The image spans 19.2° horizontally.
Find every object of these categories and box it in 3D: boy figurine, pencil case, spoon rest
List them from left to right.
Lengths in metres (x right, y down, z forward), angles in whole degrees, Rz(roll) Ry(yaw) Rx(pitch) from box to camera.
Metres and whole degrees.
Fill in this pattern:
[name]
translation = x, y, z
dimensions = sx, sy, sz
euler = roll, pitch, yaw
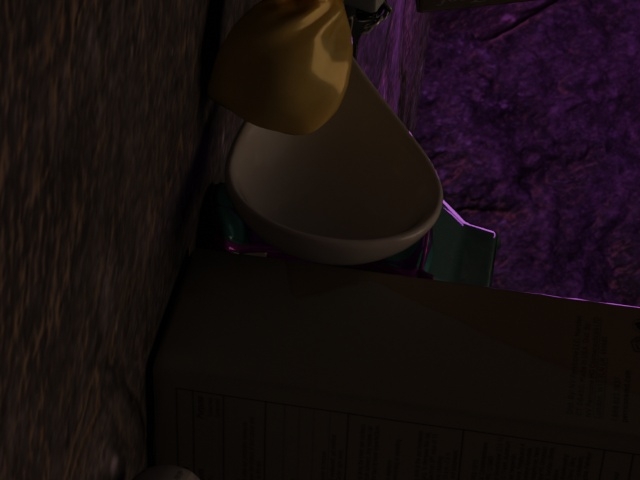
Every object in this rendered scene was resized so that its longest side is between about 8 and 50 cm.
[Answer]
[boy figurine]
translation = -0.011, -0.210, 1.183
dimensions = 0.177, 0.092, 0.285
euler = -44, 143, -81
[spoon rest]
translation = -0.002, -0.071, 1.237
dimensions = 0.276, 0.137, 0.084
euler = -108, -159, -58
[pencil case]
translation = 0.000, 0.000, 1.264
dimensions = 0.070, 0.152, 0.064
euler = -87, -178, -55

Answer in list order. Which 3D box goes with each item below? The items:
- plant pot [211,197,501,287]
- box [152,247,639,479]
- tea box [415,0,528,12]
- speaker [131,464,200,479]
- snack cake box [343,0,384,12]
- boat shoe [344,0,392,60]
[plant pot]
translation = 0.029, 0.065, 1.425
dimensions = 0.293, 0.196, 0.293
euler = 9, 90, -85
[box]
translation = 0.057, 0.112, 1.192
dimensions = 0.121, 0.311, 0.148
euler = -75, 171, -49
[tea box]
translation = 0.248, -0.433, 1.976
dimensions = 0.323, 0.329, 0.220
euler = 91, -9, -55
[speaker]
translation = -0.098, 0.173, 1.043
dimensions = 0.136, 0.055, 0.055
euler = -62, 159, -73
[snack cake box]
translation = 0.063, -0.314, 1.401
dimensions = 0.264, 0.089, 0.152
euler = -55, 158, -35
[boat shoe]
translation = 0.031, -0.203, 1.696
dimensions = 0.206, 0.065, 0.075
euler = 86, 13, -64
